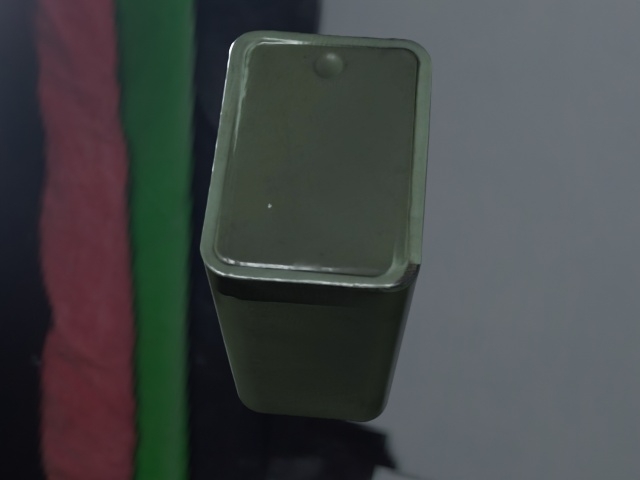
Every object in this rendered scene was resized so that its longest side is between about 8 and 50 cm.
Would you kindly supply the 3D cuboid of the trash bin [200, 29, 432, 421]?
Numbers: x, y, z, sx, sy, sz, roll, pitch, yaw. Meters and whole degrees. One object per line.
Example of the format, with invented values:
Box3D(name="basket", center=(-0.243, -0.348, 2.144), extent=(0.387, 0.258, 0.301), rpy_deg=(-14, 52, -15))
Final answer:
Box3D(name="trash bin", center=(0.000, 0.000, 1.017), extent=(0.240, 0.122, 0.164), rpy_deg=(90, -175, -65))
